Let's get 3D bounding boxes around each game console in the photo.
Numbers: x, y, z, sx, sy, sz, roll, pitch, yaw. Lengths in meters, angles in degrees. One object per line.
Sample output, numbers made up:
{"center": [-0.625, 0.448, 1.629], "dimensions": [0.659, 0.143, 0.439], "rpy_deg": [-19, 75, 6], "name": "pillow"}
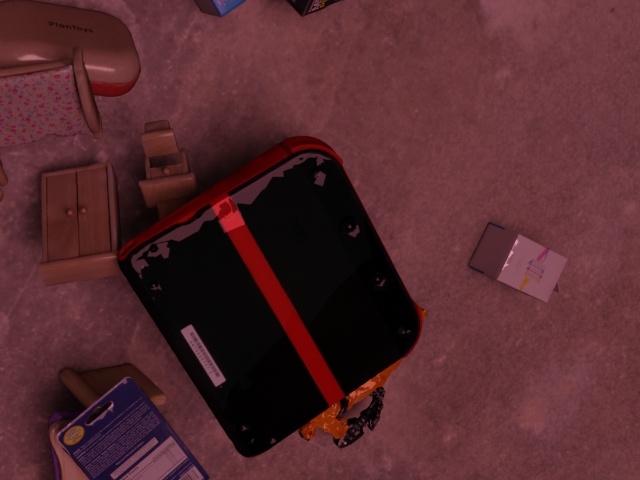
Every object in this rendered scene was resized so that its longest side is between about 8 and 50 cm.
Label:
{"center": [-0.055, 0.079, 1.650], "dimensions": [0.342, 0.060, 0.386], "rpy_deg": [-33, 114, -8], "name": "game console"}

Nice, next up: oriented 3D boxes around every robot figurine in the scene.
{"center": [0.045, 0.202, 1.932], "dimensions": [0.211, 0.085, 0.291], "rpy_deg": [35, 87, -29], "name": "robot figurine"}

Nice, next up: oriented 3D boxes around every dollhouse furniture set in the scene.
{"center": [-0.329, -0.116, 1.499], "dimensions": [0.303, 0.173, 0.355], "rpy_deg": [-10, 145, -2], "name": "dollhouse furniture set"}

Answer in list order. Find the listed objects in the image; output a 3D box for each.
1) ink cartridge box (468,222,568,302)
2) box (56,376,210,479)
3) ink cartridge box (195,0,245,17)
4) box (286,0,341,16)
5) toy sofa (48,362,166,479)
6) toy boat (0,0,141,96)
{"center": [0.353, 0.042, 2.033], "dimensions": [0.143, 0.092, 0.089], "rpy_deg": [24, 92, -30], "name": "ink cartridge box"}
{"center": [-0.271, 0.307, 1.662], "dimensions": [0.136, 0.036, 0.225], "rpy_deg": [-40, 121, -16], "name": "box"}
{"center": [-0.113, -0.441, 1.675], "dimensions": [0.203, 0.086, 0.148], "rpy_deg": [-37, 116, -13], "name": "ink cartridge box"}
{"center": [0.073, -0.459, 1.649], "dimensions": [0.216, 0.270, 0.060], "rpy_deg": [-30, 72, -34], "name": "box"}
{"center": [-0.336, 0.381, 1.757], "dimensions": [0.177, 0.150, 0.362], "rpy_deg": [-9, 108, -27], "name": "toy sofa"}
{"center": [-0.372, -0.234, 1.595], "dimensions": [0.231, 0.151, 0.151], "rpy_deg": [5, 131, -27], "name": "toy boat"}
